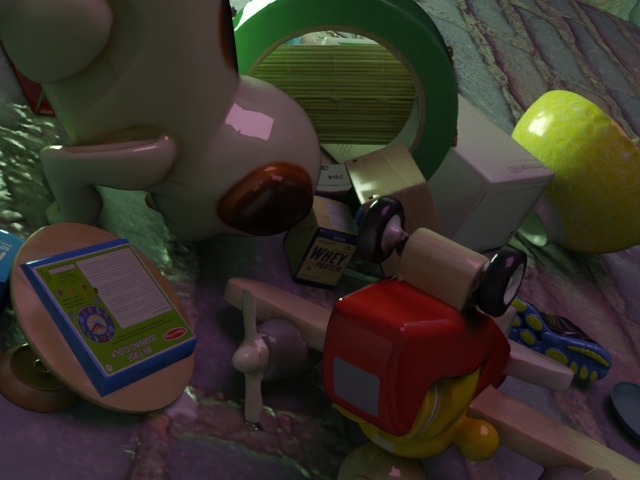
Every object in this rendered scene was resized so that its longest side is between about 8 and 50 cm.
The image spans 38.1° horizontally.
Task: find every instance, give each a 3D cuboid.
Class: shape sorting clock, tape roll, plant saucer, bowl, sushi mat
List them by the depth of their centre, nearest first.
[{"bbox_3d":[-0.252,0.118,0.837,0.083,0.015,0.083,21,31,-13],"label":"plant saucer"},{"bbox_3d":[-0.203,0.072,0.881,0.206,0.040,0.206,36,29,-23],"label":"shape sorting clock"},{"bbox_3d":[0.014,-0.178,1.195,0.321,0.321,0.077,22,32,-12],"label":"tape roll"},{"bbox_3d":[0.429,0.237,1.223,0.119,0.021,0.119,21,32,-14],"label":"plant saucer"},{"bbox_3d":[0.029,-0.200,1.280,0.316,0.151,0.019,3,38,15],"label":"sushi mat"},{"bbox_3d":[0.386,-0.078,1.492,0.156,0.289,0.289,-35,60,-10],"label":"bowl"}]

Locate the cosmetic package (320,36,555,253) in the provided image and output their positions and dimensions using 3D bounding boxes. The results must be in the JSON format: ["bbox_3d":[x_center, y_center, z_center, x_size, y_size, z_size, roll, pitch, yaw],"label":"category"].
[{"bbox_3d":[0.149,-0.149,1.432,0.365,0.155,0.197,44,32,25],"label":"cosmetic package"}]

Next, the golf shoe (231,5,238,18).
[{"bbox_3d":[-0.263,-0.352,1.465,0.272,0.105,0.120,12,50,-17],"label":"golf shoe"}]

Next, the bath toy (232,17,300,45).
[{"bbox_3d":[-0.157,-0.258,1.364,0.151,0.129,0.348,40,33,16],"label":"bath toy"}]

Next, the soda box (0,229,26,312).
[{"bbox_3d":[-0.382,0.000,0.852,0.210,0.067,0.071,26,31,-8],"label":"soda box"}]

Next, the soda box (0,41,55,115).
[{"bbox_3d":[-0.370,-0.272,1.249,0.092,0.083,0.263,3,39,-38],"label":"soda box"}]

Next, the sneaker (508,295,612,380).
[{"bbox_3d":[0.300,0.128,1.250,0.188,0.067,0.078,28,9,1],"label":"sneaker"}]

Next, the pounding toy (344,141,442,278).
[{"bbox_3d":[0.103,0.010,1.137,0.094,0.181,0.206,-19,30,1],"label":"pounding toy"}]

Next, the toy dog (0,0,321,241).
[{"bbox_3d":[-0.163,-0.175,1.026,0.408,0.395,0.284,53,5,-27],"label":"toy dog"}]

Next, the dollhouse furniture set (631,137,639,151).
[{"bbox_3d":[0.518,-0.129,1.679,0.101,0.182,0.161,45,34,25],"label":"dollhouse furniture set"}]

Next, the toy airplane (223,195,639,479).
[{"bbox_3d":[0.103,0.151,0.899,0.384,0.273,0.386,29,-8,-20],"label":"toy airplane"}]

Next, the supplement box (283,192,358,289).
[{"bbox_3d":[0.000,0.000,1.154,0.056,0.083,0.083,13,33,-23],"label":"supplement box"}]
